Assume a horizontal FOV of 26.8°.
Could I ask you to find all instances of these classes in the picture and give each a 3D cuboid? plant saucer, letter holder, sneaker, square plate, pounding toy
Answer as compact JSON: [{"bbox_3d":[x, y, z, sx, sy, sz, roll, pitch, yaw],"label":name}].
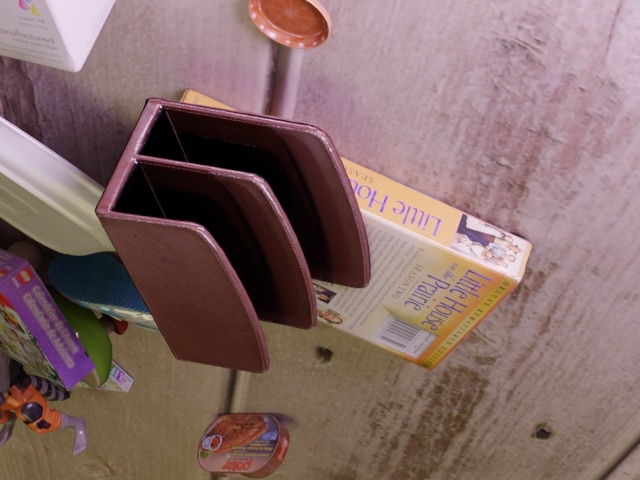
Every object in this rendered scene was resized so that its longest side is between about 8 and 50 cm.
[{"bbox_3d":[-0.028,-0.214,1.272,0.084,0.013,0.083,17,151,9],"label":"plant saucer"},{"bbox_3d":[-0.075,0.011,1.433,0.214,0.152,0.302,10,149,18],"label":"letter holder"},{"bbox_3d":[-0.279,0.079,1.895,0.229,0.087,0.092,19,154,10],"label":"sneaker"},{"bbox_3d":[-0.381,-0.075,1.638,0.347,0.049,0.344,36,163,-20],"label":"square plate"},{"bbox_3d":[-0.363,0.096,1.997,0.237,0.110,0.183,51,158,3],"label":"pounding toy"}]

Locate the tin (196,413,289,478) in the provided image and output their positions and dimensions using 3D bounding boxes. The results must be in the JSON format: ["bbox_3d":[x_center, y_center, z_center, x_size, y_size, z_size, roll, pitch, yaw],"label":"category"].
[{"bbox_3d":[-0.129,0.344,2.234,0.190,0.106,0.040,-6,142,43],"label":"tin"}]

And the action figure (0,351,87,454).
[{"bbox_3d":[-0.591,0.236,2.349,0.341,0.178,0.330,13,146,37],"label":"action figure"}]

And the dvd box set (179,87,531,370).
[{"bbox_3d":[0.000,0.000,1.581,0.420,0.062,0.307,24,152,-3],"label":"dvd box set"}]

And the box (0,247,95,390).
[{"bbox_3d":[-0.459,0.088,1.927,0.293,0.057,0.201,18,143,48],"label":"box"}]

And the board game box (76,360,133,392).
[{"bbox_3d":[-0.410,0.218,2.295,0.154,0.026,0.103,1,147,33],"label":"board game box"}]

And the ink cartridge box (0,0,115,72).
[{"bbox_3d":[-0.323,-0.318,1.182,0.207,0.119,0.353,14,152,15],"label":"ink cartridge box"}]
